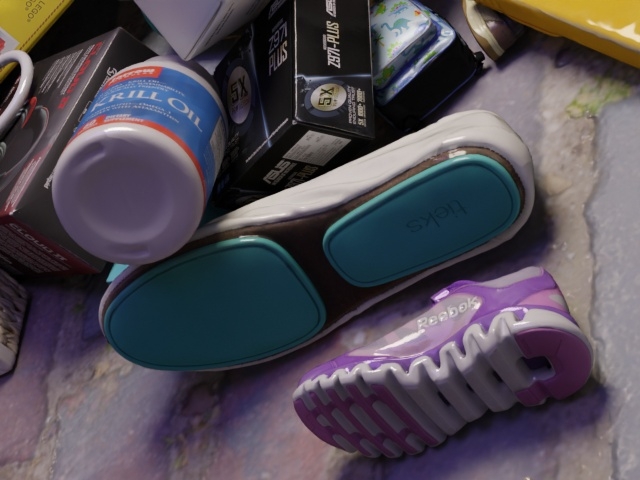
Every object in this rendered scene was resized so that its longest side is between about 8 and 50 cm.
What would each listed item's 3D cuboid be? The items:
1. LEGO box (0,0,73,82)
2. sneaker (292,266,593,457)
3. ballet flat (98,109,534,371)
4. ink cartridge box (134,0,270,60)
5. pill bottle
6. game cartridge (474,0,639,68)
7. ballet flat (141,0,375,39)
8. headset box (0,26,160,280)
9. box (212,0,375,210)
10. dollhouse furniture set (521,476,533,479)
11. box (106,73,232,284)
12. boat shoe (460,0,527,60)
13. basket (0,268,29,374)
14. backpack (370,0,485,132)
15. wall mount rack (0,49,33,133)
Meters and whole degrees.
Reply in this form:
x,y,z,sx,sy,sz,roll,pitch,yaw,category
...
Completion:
x,y,z,sx,sy,sz,roll,pitch,yaw,category
-0.401,-0.337,1.805,0.500,0.193,0.372,-46,23,10,LEGO box
0.090,0.085,1.166,0.236,0.095,0.104,-20,38,23,sneaker
0.000,0.000,1.308,0.400,0.139,0.139,-24,43,22,ballet flat
-0.067,-0.330,1.385,0.289,0.211,0.121,-39,-3,-30,ink cartridge box
-0.145,-0.080,1.318,0.124,0.124,0.221,-32,20,18,pill bottle
0.296,-0.275,1.285,0.285,0.053,0.323,-51,45,-7,game cartridge
-0.048,-0.261,1.586,0.348,0.123,0.123,9,63,46,ballet flat
-0.254,-0.080,1.550,0.293,0.110,0.218,-5,54,59,headset box
-0.028,-0.123,1.379,0.180,0.077,0.147,-40,45,54,box
0.116,0.262,0.947,0.151,0.123,0.144,-34,39,15,dollhouse furniture set
-0.111,-0.051,1.489,0.100,0.060,0.244,-6,53,40,box
0.152,-0.226,1.412,0.049,0.056,0.152,-27,51,15,boat shoe
-0.396,0.084,1.594,0.167,0.113,0.103,-19,43,30,basket
0.071,-0.170,1.406,0.105,0.084,0.114,-44,38,3,backpack
-0.429,-0.058,1.543,0.350,0.130,0.304,-49,36,10,wall mount rack
